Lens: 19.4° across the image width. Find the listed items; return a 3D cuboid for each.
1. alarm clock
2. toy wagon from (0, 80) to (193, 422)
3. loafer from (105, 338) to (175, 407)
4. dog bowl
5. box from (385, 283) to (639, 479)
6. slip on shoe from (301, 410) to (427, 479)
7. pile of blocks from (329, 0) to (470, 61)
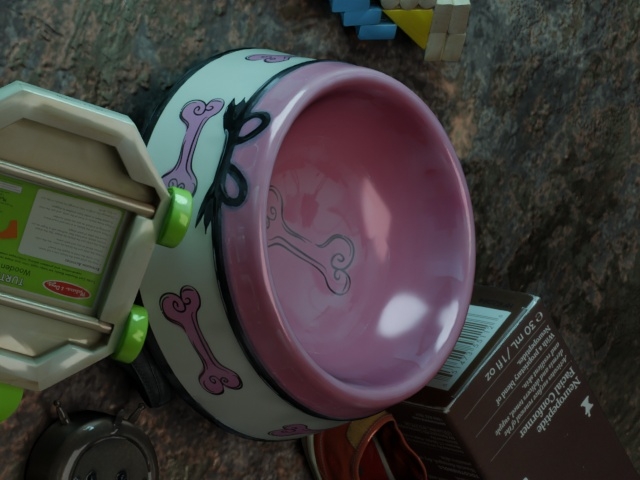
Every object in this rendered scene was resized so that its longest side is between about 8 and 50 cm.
[{"bbox_3d":[-0.222,0.253,1.826,0.129,0.064,0.192,6,94,-41],"label":"alarm clock"},{"bbox_3d":[-0.282,0.033,1.696,0.267,0.068,0.344,17,102,-20],"label":"toy wagon"},{"bbox_3d":[-0.212,0.077,1.811,0.078,0.076,0.223,-35,118,-18],"label":"loafer"},{"bbox_3d":[0.000,0.000,1.880,0.408,0.150,0.407,6,82,-48],"label":"dog bowl"},{"bbox_3d":[0.232,0.255,2.165,0.191,0.143,0.381,-49,124,-26],"label":"box"},{"bbox_3d":[0.083,0.313,2.066,0.123,0.101,0.331,-40,120,-32],"label":"slip on shoe"},{"bbox_3d":[0.031,-0.318,1.971,0.362,0.149,0.112,45,23,-44],"label":"pile of blocks"}]
